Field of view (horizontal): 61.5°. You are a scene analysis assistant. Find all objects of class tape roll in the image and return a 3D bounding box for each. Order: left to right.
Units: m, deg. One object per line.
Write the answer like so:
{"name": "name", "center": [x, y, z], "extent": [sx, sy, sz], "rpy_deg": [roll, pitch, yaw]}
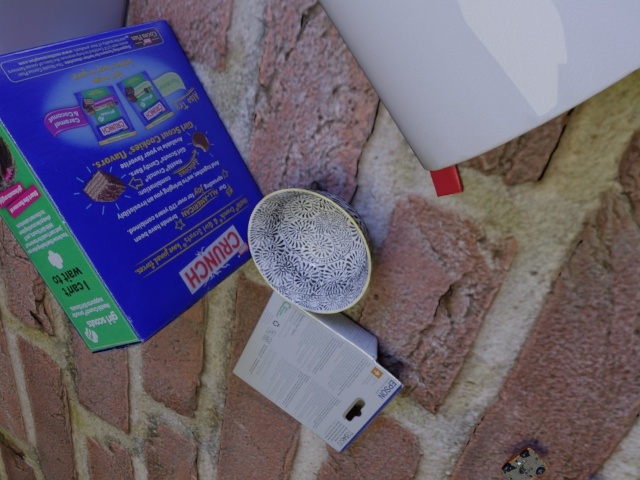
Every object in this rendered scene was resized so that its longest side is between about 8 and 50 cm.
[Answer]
{"name": "tape roll", "center": [0.135, -0.187, 0.388], "extent": [0.246, 0.246, 0.169], "rpy_deg": [-29, 100, 38]}

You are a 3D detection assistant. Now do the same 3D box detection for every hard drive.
{"name": "hard drive", "center": [-0.320, -0.263, 0.641], "extent": [0.040, 0.203, 0.308], "rpy_deg": [35, 129, 11]}

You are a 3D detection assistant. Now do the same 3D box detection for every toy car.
{"name": "toy car", "center": [0.301, 0.313, 0.700], "extent": [0.121, 0.040, 0.060], "rpy_deg": [29, 106, 17]}

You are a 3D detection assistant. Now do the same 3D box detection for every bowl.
{"name": "bowl", "center": [0.000, 0.000, 0.678], "extent": [0.170, 0.080, 0.170], "rpy_deg": [14, 122, 24]}

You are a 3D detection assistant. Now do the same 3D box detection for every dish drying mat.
{"name": "dish drying mat", "center": [0.133, -0.090, 0.595], "extent": [0.032, 0.008, 0.083], "rpy_deg": [-9, 112, 35]}

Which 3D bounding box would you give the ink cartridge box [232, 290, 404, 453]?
{"name": "ink cartridge box", "center": [-0.007, 0.195, 0.815], "extent": [0.223, 0.045, 0.223], "rpy_deg": [36, 129, 7]}

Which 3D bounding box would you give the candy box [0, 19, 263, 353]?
{"name": "candy box", "center": [-0.229, -0.073, 0.652], "extent": [0.122, 0.268, 0.317], "rpy_deg": [-18, 106, 40]}
